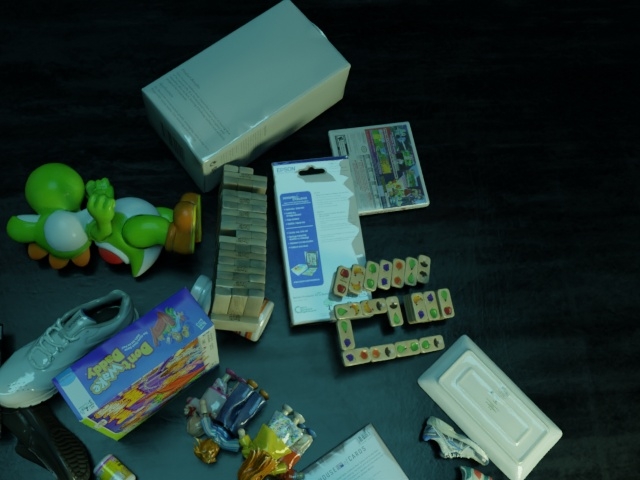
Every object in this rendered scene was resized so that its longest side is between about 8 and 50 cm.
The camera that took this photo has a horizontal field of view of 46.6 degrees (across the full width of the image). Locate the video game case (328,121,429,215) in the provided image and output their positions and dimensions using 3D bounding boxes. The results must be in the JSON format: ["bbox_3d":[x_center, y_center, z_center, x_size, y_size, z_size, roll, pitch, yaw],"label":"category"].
[{"bbox_3d":[0.123,-0.155,1.597,0.184,0.023,0.201,-8,70,-9],"label":"video game case"}]

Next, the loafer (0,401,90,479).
[{"bbox_3d":[-0.493,0.362,1.321,0.078,0.080,0.220,-47,70,4],"label":"loafer"}]

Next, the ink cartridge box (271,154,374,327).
[{"bbox_3d":[0.000,0.000,1.489,0.165,0.065,0.332,-6,78,-7],"label":"ink cartridge box"}]

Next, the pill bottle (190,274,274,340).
[{"bbox_3d":[-0.174,0.126,1.428,0.152,0.086,0.086,24,69,3],"label":"pill bottle"}]

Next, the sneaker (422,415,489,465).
[{"bbox_3d":[0.252,0.390,1.402,0.135,0.052,0.058,31,80,14],"label":"sneaker"}]

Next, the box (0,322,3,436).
[{"bbox_3d":[-0.630,0.257,1.335,0.114,0.036,0.207,-14,70,15],"label":"box"}]

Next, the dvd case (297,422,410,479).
[{"bbox_3d":[0.088,0.484,1.354,0.179,0.029,0.238,-31,76,-16],"label":"dvd case"}]

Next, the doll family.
[{"bbox_3d":[-0.138,0.343,1.326,0.263,0.118,0.163,34,67,13],"label":"doll family"}]

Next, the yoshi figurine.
[{"bbox_3d":[-0.416,-0.066,1.429,0.362,0.203,0.203,0,54,-4],"label":"yoshi figurine"}]

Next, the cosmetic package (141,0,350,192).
[{"bbox_3d":[-0.151,-0.306,1.555,0.385,0.156,0.217,-35,77,-18],"label":"cosmetic package"}]

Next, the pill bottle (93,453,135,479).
[{"bbox_3d":[-0.360,0.422,1.321,0.083,0.043,0.043,39,71,8],"label":"pill bottle"}]

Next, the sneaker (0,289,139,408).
[{"bbox_3d":[-0.461,0.180,1.331,0.111,0.129,0.297,42,59,14],"label":"sneaker"}]

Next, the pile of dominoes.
[{"bbox_3d":[0.142,0.127,1.437,0.251,0.040,0.196,-5,77,-29],"label":"pile of dominoes"}]

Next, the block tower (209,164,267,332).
[{"bbox_3d":[-0.154,0.007,1.413,0.091,0.097,0.335,7,51,-12],"label":"block tower"}]

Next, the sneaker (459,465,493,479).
[{"bbox_3d":[0.253,0.490,1.358,0.075,0.057,0.161,29,66,8],"label":"sneaker"}]

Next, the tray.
[{"bbox_3d":[0.332,0.322,1.440,0.145,0.030,0.270,-41,79,-19],"label":"tray"}]

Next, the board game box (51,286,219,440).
[{"bbox_3d":[-0.289,0.219,1.242,0.233,0.347,0.078,-35,78,-16],"label":"board game box"}]
